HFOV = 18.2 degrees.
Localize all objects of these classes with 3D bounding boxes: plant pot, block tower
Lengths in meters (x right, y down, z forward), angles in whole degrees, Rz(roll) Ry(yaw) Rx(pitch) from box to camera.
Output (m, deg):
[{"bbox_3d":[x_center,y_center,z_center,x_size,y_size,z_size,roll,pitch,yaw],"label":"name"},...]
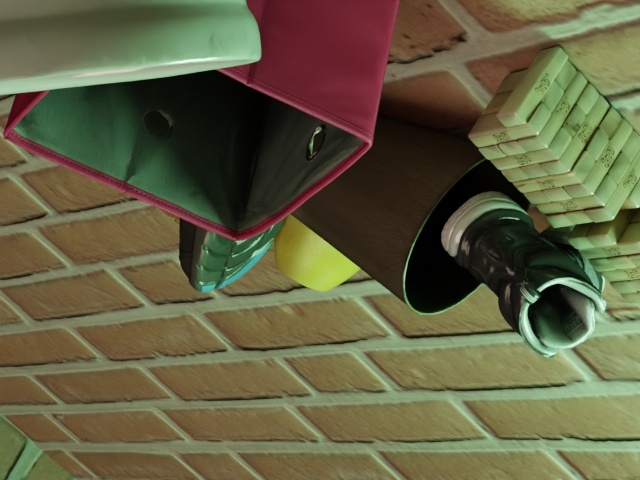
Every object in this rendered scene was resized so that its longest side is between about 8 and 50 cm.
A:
[{"bbox_3d":[0.000,0.000,2.247,0.134,0.095,0.134,27,-167,-7],"label":"plant pot"},{"bbox_3d":[0.285,-0.037,1.929,0.335,0.091,0.097,45,152,-23],"label":"block tower"}]

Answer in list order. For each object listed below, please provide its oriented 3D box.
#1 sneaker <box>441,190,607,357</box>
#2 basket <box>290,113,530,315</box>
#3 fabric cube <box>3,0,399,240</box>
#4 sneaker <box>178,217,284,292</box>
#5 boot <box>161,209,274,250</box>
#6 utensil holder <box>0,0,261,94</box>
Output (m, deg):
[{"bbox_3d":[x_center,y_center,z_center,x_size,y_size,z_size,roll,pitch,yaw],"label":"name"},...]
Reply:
[{"bbox_3d":[0.232,0.054,1.996,0.268,0.101,0.153,27,-158,-52],"label":"sneaker"},{"bbox_3d":[0.071,-0.050,2.072,0.227,0.204,0.154,28,151,36],"label":"basket"},{"bbox_3d":[-0.096,-0.194,1.792,0.259,0.258,0.254,25,148,-21],"label":"fabric cube"},{"bbox_3d":[-0.109,-0.105,2.155,0.139,0.125,0.341,32,125,33],"label":"sneaker"},{"bbox_3d":[-0.140,-0.092,2.339,0.283,0.109,0.220,41,159,-33],"label":"boot"},{"bbox_3d":[-0.226,-0.300,1.428,0.327,0.327,0.385,-3,94,52],"label":"utensil holder"}]
